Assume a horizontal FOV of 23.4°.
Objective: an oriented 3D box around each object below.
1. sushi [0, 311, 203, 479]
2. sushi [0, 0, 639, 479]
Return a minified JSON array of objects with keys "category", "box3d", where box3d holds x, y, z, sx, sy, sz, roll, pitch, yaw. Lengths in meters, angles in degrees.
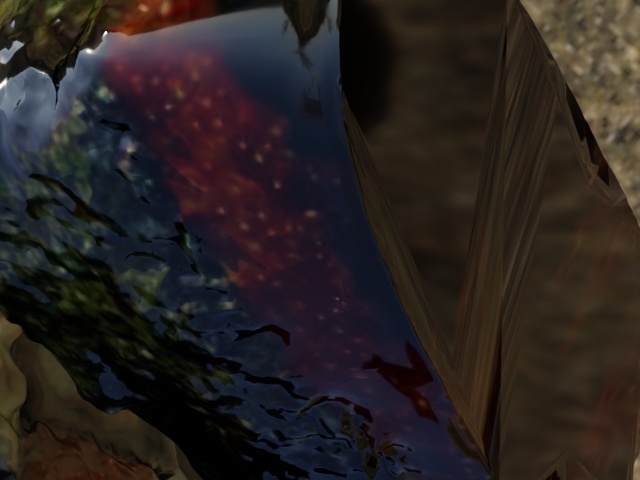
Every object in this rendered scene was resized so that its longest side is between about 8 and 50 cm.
[{"category":"sushi","box3d":[-0.083,0.130,0.542,0.059,0.292,0.294,-21,139,30]},{"category":"sushi","box3d":[0.000,0.000,0.420,0.126,0.136,0.225,-2,142,34]}]
